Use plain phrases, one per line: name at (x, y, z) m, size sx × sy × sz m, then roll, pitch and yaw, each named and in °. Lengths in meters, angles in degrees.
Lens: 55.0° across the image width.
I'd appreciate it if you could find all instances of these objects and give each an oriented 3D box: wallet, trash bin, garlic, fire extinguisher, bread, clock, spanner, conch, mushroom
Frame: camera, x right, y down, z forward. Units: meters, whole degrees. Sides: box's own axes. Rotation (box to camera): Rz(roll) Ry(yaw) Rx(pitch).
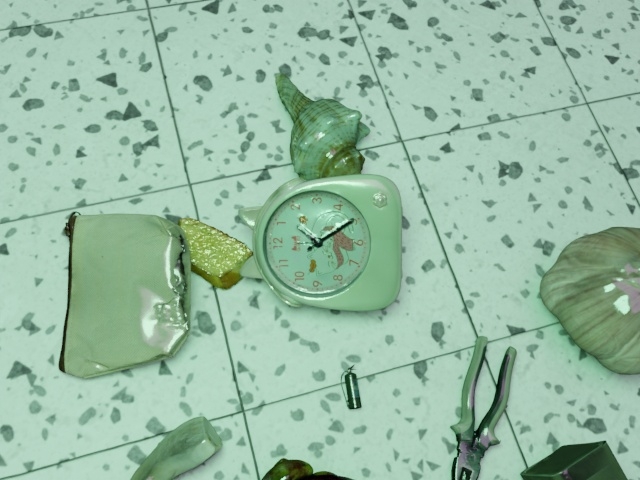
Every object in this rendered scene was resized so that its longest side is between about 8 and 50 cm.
wallet at (-0.381, 0.092, 1.184) m, size 0.274 × 0.068 × 0.336 m, roll -5°, pitch 75°, yaw 11°
trash bin at (0.490, 0.497, 1.089) m, size 0.122 × 0.164 × 0.241 m, roll -24°, pitch 75°, yaw -15°
garlic at (0.608, 0.112, 1.206) m, size 0.317 × 0.259 × 0.318 m, roll 4°, pitch 64°, yaw -9°
fire extinguisher at (0.059, 0.286, 1.199) m, size 0.038 × 0.025 × 0.083 m, roll -13°, pitch 68°, yaw 13°
bread at (-0.226, 0.027, 1.257) m, size 0.187 × 0.065 × 0.103 m, roll 31°, pitch 62°, yaw 5°
clock at (0.000, 0.000, 1.217) m, size 0.324 × 0.108 × 0.265 m, roll 1°, pitch 98°, yaw 2°
spanner at (0.309, 0.345, 1.193) m, size 0.095 × 0.040 × 0.325 m, roll 21°, pitch 66°, yaw 3°
conch at (0.018, -0.238, 1.340) m, size 0.203 × 0.169 × 0.386 m, roll -3°, pitch 68°, yaw -39°
mushroom at (-0.276, 0.408, 1.083) m, size 0.223 × 0.081 × 0.092 m, roll -39°, pitch 57°, yaw -16°

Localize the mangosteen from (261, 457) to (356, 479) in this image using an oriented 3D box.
mangosteen at (-0.023, 0.503, 0.962) m, size 0.313 × 0.297 × 0.297 m, roll 27°, pitch 67°, yaw 13°
